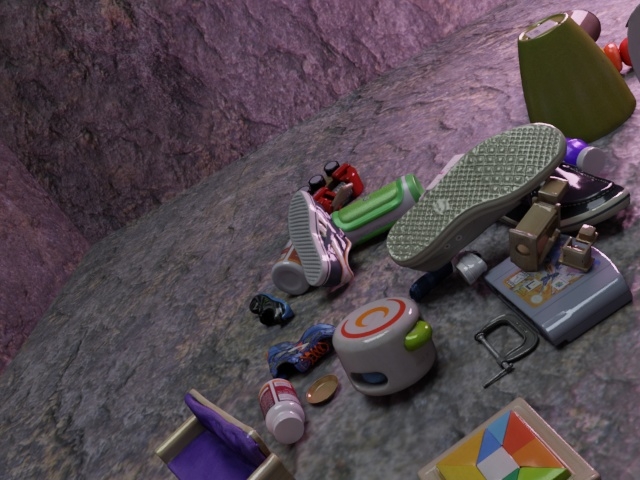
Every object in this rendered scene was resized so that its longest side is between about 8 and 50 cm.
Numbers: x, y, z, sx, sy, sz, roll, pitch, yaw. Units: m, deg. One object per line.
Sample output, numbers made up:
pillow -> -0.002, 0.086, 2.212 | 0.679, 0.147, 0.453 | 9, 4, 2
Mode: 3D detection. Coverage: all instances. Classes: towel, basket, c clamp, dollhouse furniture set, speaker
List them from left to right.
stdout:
speaker -> 0.161, -0.078, 2.028 | 0.296, 0.131, 0.131 | -27, 23, 17
towel -> 0.257, 0.090, 1.635 | 0.119, 0.067, 0.029 | -38, 63, -9
c clamp -> 0.345, 0.199, 1.347 | 0.137, 0.022, 0.161 | -32, 23, 7
basket -> 0.762, -0.597, 2.220 | 0.204, 0.154, 0.227 | -23, 26, 54
dollhouse furniture set -> 0.494, -0.017, 1.400 | 0.160, 0.101, 0.182 | 22, 55, 35

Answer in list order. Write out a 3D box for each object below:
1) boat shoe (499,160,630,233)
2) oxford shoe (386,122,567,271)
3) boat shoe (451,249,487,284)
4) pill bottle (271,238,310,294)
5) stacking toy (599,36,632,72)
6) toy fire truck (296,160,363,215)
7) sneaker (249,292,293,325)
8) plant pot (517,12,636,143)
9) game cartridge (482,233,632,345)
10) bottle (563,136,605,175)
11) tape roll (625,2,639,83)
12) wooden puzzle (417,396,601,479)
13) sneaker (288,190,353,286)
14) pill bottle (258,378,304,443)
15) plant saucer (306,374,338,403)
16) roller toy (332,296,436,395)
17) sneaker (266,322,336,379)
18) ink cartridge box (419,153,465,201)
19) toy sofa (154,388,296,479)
boat shoe -> 0.489, -0.129, 1.621 | 0.186, 0.156, 0.500 | -30, 21, -15
oxford shoe -> 0.344, -0.088, 1.541 | 0.449, 0.130, 0.169 | -41, 49, 17
boat shoe -> 0.333, 0.049, 1.566 | 0.063, 0.066, 0.184 | -34, -1, 6
pill bottle -> -0.055, 0.051, 2.073 | 0.121, 0.121, 0.216 | -19, 27, 33
stacking toy -> 0.791, -0.505, 2.041 | 0.330, 0.141, 0.141 | -16, 28, 22
toy fire truck -> 0.062, -0.168, 2.345 | 0.217, 0.159, 0.246 | -43, 35, -22
sneaker -> -0.153, 0.198, 1.981 | 0.078, 0.067, 0.188 | -39, 25, -27
plant pot -> 0.646, -0.437, 1.857 | 0.274, 0.294, 0.275 | -29, 23, 14
game cartridge -> 0.464, 0.080, 1.384 | 0.198, 0.062, 0.297 | -38, 22, 2
bottle -> 0.580, -0.211, 1.728 | 0.283, 0.118, 0.092 | -145, 65, -66
tape roll -> 0.755, -0.323, 1.350 | 0.072, 0.392, 0.392 | -35, 22, 0
wooden puzzle -> 0.277, 0.359, 1.087 | 0.221, 0.044, 0.239 | -36, 22, -2
sneaker -> 0.000, 0.000, 1.971 | 0.126, 0.127, 0.321 | -51, 42, 39
pill bottle -> -0.082, 0.370, 1.511 | 0.086, 0.086, 0.152 | -35, 22, -1
plant saucer -> 0.008, 0.333, 1.553 | 0.083, 0.015, 0.083 | -30, 23, 14
roller toy -> 0.133, 0.220, 1.438 | 0.191, 0.146, 0.209 | -26, 16, -2
sneaker -> -0.032, 0.273, 1.670 | 0.221, 0.083, 0.087 | -31, 35, 23
ink cartridge box -> 0.358, -0.129, 1.870 | 0.067, 0.115, 0.198 | -2, 40, 53
toy sofa -> -0.208, 0.447, 1.412 | 0.150, 0.177, 0.362 | -43, 25, -22
